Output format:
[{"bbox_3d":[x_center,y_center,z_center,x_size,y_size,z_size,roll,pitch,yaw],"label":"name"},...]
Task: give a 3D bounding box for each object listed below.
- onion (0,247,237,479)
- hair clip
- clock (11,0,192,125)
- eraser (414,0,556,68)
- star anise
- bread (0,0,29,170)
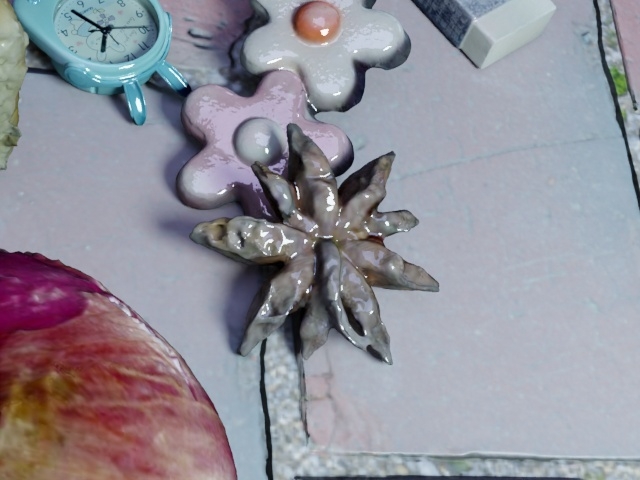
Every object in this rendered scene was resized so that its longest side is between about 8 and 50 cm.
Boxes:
[{"bbox_3d":[-0.219,0.133,0.525,0.348,0.385,0.347,-2,59,4],"label":"onion"},{"bbox_3d":[-0.024,-0.124,0.896,0.146,0.075,0.257,29,64,-3],"label":"hair clip"},{"bbox_3d":[-0.172,-0.162,0.890,0.108,0.045,0.147,-36,76,-27],"label":"clock"},{"bbox_3d":[0.116,-0.262,1.015,0.092,0.046,0.212,-32,74,-27],"label":"eraser"},{"bbox_3d":[0.000,0.000,0.817,0.195,0.065,0.182,3,79,-12],"label":"star anise"},{"bbox_3d":[-0.322,-0.136,0.751,0.176,0.195,0.246,-27,71,-30],"label":"bread"}]
